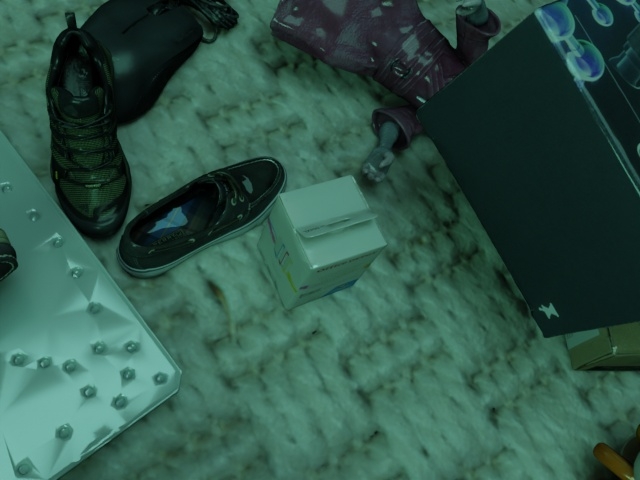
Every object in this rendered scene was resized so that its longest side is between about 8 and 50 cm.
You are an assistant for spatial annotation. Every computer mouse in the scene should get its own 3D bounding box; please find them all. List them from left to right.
[{"bbox_3d":[-0.232,-0.262,0.799,0.189,0.072,0.272,26,60,-4],"label":"computer mouse"}]

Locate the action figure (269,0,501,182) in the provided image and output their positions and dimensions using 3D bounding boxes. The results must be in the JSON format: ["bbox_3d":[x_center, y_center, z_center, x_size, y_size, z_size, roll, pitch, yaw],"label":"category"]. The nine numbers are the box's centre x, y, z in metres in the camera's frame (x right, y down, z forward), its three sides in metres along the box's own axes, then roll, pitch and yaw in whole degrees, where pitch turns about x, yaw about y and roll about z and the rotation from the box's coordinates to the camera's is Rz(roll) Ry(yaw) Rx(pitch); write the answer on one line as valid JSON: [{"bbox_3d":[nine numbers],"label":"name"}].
[{"bbox_3d":[0.105,-0.243,0.865,0.370,0.248,0.275,43,17,-7],"label":"action figure"}]

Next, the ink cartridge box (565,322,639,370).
[{"bbox_3d":[0.404,0.047,0.825,0.194,0.088,0.234,4,64,-13],"label":"ink cartridge box"}]

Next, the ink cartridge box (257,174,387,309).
[{"bbox_3d":[0.000,0.000,0.696,0.092,0.143,0.089,-18,71,-24],"label":"ink cartridge box"}]

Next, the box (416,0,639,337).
[{"bbox_3d":[0.362,-0.124,0.698,0.396,0.212,0.293,-28,87,-25],"label":"box"}]

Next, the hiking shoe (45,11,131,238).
[{"bbox_3d":[-0.253,-0.114,0.670,0.086,0.114,0.226,-8,90,-8],"label":"hiking shoe"}]

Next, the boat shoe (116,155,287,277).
[{"bbox_3d":[-0.125,-0.042,0.719,0.229,0.076,0.080,-31,76,-27],"label":"boat shoe"}]

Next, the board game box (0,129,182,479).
[{"bbox_3d":[-0.397,0.098,0.585,0.390,0.050,0.390,-34,78,-28],"label":"board game box"}]

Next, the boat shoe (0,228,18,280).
[{"bbox_3d":[-0.361,0.100,0.512,0.285,0.103,0.092,-40,86,-25],"label":"boat shoe"}]

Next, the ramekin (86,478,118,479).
[{"bbox_3d":[-0.185,0.304,0.512,0.207,0.109,0.207,6,64,-13],"label":"ramekin"}]

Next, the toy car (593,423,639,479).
[{"bbox_3d":[0.353,0.291,0.673,0.136,0.159,0.181,-25,71,11],"label":"toy car"}]
